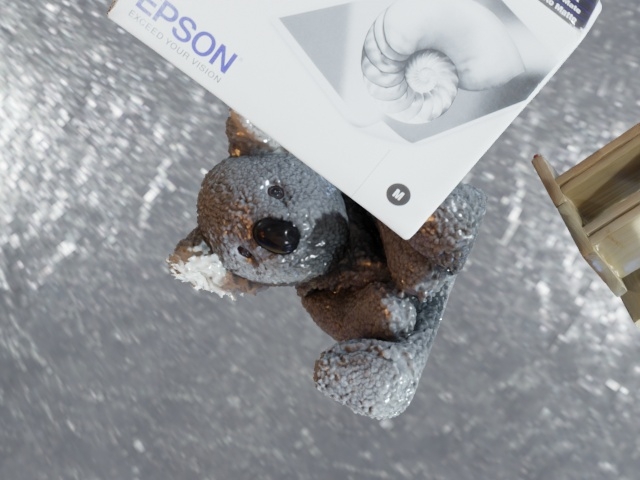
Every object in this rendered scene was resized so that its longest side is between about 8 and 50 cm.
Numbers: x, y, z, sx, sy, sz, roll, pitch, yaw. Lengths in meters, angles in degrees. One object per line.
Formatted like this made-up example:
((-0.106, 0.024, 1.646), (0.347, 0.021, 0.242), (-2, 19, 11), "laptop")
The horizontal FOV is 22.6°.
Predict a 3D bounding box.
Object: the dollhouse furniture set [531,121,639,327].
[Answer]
((0.286, -0.015, 1.326), (0.129, 0.129, 0.184), (-34, 133, 13), "dollhouse furniture set")

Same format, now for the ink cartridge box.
((0.031, -0.148, 0.888), (0.223, 0.045, 0.224), (36, 112, -5), "ink cartridge box")

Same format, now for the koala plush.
((0.000, 0.000, 1.253), (0.221, 0.203, 0.196), (21, 104, 4), "koala plush")
